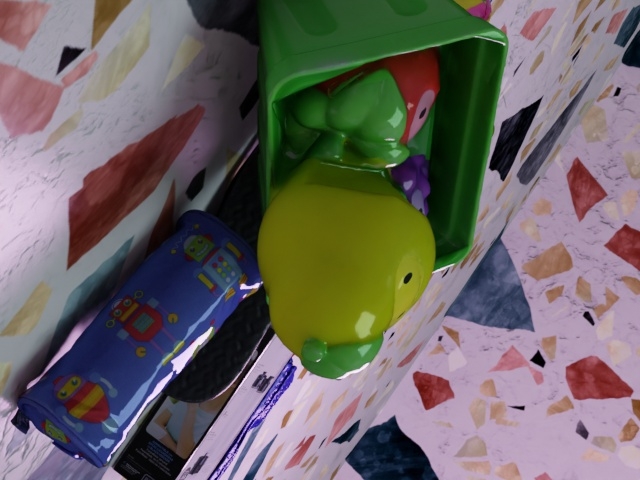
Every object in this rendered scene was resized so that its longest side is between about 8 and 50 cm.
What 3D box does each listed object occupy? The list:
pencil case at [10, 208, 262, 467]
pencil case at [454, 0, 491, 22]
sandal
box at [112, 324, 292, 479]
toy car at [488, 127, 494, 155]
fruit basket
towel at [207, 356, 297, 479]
[{"bbox_3d":[-0.192,0.110,1.557,0.306,0.119,0.133,-50,165,-23],"label":"pencil case"},{"bbox_3d":[0.157,-0.255,1.960,0.104,0.104,0.236,-45,163,-36],"label":"pencil case"},{"bbox_3d":[-0.064,-0.008,1.729,0.446,0.167,0.107,-49,-168,2],"label":"sandal"},{"bbox_3d":[-0.155,0.228,2.029,0.290,0.087,0.169,-55,166,0],"label":"box"},{"bbox_3d":[0.155,-0.120,2.205,0.188,0.149,0.155,-52,-178,36],"label":"toy car"},{"bbox_3d":[0.050,-0.041,1.450,0.282,0.392,0.392,-14,153,-13],"label":"fruit basket"},{"bbox_3d":[-0.145,0.307,2.233,0.308,0.076,0.228,-53,172,-12],"label":"towel"}]
